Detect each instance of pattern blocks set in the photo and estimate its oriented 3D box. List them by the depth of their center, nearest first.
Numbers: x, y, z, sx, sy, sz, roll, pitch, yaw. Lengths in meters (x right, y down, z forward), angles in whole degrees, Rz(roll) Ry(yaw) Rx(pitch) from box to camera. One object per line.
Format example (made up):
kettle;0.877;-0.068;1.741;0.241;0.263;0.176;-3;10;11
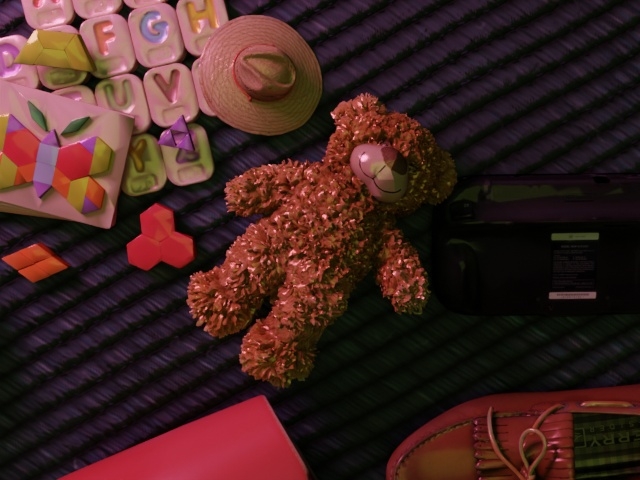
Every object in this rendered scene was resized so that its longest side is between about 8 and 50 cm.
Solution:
pattern blocks set;-0.305;-0.091;0.932;0.325;0.026;0.285;0;101;0

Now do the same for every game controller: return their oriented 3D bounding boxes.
game controller;0.288;0.007;0.952;0.319;0.067;0.166;0;109;0

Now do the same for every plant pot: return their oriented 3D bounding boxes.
plant pot;-0.112;0.310;0.877;0.243;0.275;0.275;-31;94;-7

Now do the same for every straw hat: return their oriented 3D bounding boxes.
straw hat;-0.060;-0.186;0.912;0.145;0.061;0.144;-1;93;-13

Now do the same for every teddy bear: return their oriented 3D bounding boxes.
teddy bear;0.000;0.000;0.898;0.338;0.113;0.245;-33;73;8

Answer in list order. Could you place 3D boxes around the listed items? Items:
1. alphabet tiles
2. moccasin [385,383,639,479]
alphabet tiles;-0.233;-0.187;0.945;0.284;0.021;0.277;-12;94;1
moccasin;0.263;0.247;0.918;0.380;0.147;0.139;-4;94;0
